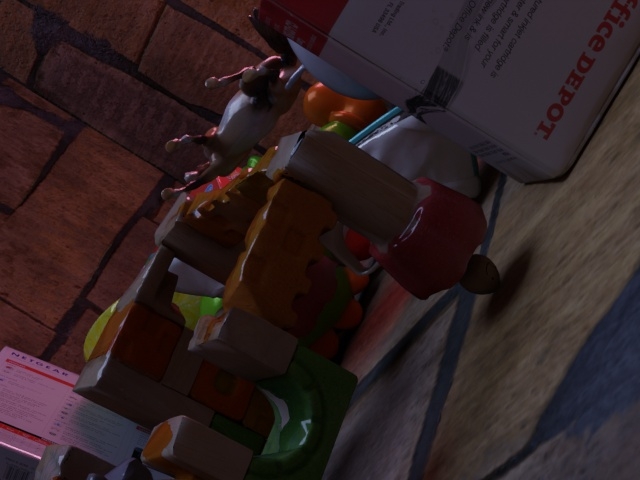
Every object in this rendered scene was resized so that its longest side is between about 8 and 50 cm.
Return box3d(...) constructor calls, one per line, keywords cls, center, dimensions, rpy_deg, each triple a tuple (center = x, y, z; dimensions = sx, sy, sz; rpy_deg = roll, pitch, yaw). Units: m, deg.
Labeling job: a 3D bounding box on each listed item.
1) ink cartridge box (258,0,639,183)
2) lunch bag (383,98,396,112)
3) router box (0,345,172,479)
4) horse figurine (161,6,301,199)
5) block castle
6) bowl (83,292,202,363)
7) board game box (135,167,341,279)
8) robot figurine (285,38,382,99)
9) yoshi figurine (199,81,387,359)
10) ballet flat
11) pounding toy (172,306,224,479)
box3d(cls="ink cartridge box", center=(0.115, -0.197, 0.945), dimensions=(0.197, 0.273, 0.114), rpy_deg=(-58, 3, -2))
box3d(cls="lunch bag", center=(0.108, -0.338, 1.515), dimensions=(0.305, 0.256, 0.212), rpy_deg=(-28, 32, 57))
box3d(cls="router box", center=(-0.296, 0.273, 1.496), dimensions=(0.301, 0.335, 0.082), rpy_deg=(-89, 23, -79))
box3d(cls="horse figurine", center=(-0.091, -0.142, 1.313), dimensions=(0.263, 0.066, 0.174), rpy_deg=(-54, -14, 25))
box3d(cls="block castle", center=(-0.058, 0.165, 0.879), dimensions=(0.303, 0.213, 0.453), rpy_deg=(-24, 40, 57))
box3d(cls="bowl", center=(-0.145, 0.166, 1.528), dimensions=(0.289, 0.289, 0.156), rpy_deg=(-53, 52, 39))
box3d(cls="board game box", center=(-0.117, 0.051, 1.635), dimensions=(0.316, 0.242, 0.064), rpy_deg=(-54, 40, 29))
box3d(cls="robot figurine", center=(0.108, -0.261, 1.180), dimensions=(0.353, 0.300, 0.200), rpy_deg=(-17, 11, 11))
box3d(cls="yoshi figurine", center=(-0.037, -0.001, 1.393), dimensions=(0.203, 0.204, 0.362), rpy_deg=(-29, 38, 57))
box3d(cls="ballet flat", center=(-0.011, -0.007, 1.189), dimensions=(0.400, 0.139, 0.139), rpy_deg=(-29, 21, 28))
box3d(cls="pounding toy", center=(-0.076, 0.179, 1.175), dimensions=(0.154, 0.155, 0.269), rpy_deg=(109, 158, -68))
